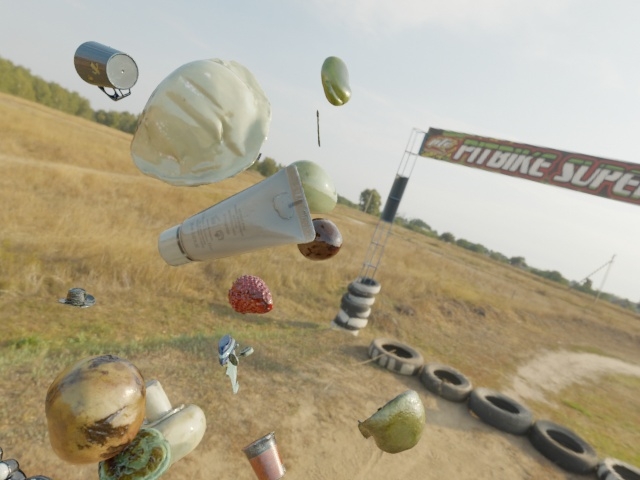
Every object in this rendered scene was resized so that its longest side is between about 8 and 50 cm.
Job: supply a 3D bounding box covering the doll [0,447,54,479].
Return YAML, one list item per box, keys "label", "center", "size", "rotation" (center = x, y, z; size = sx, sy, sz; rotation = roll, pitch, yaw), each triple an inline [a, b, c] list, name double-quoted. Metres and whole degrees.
- label: "doll"
  center: [-0.613, 0.502, 0.812]
  size: [0.219, 0.091, 0.067]
  rotation: [28, -10, 5]

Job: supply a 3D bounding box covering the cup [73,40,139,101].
- label: "cup"
  center: [-0.653, -0.520, 1.261]
  size: [0.155, 0.131, 0.176]
  rotation: [23, -38, 28]

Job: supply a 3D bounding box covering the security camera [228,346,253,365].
- label: "security camera"
  center: [-0.314, 0.452, 1.607]
  size: [0.058, 0.058, 0.092]
  rotation: [23, 34, 31]

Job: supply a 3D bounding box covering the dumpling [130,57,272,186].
- label: "dumpling"
  center: [-0.296, -0.288, 1.035]
  size: [0.315, 0.395, 0.233]
  rotation: [49, -11, 19]

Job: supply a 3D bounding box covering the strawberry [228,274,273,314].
- label: "strawberry"
  center: [-0.330, 0.280, 1.987]
  size: [0.244, 0.205, 0.205]
  rotation: [23, 6, 38]

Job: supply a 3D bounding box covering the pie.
- label: "pie"
  center: [-0.631, 0.749, 1.370]
  size: [0.241, 0.054, 0.240]
  rotation: [3, 35, -2]

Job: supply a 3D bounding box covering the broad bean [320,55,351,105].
- label: "broad bean"
  center: [0.049, -0.534, 1.358]
  size: [0.082, 0.174, 0.124]
  rotation: [-22, -17, 36]

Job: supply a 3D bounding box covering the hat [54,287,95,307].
- label: "hat"
  center: [-0.833, 0.190, 1.372]
  size: [0.121, 0.050, 0.121]
  rotation: [10, 9, -2]

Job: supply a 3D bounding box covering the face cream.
- label: "face cream"
  center: [-0.166, -0.026, 0.760]
  size: [0.315, 0.143, 0.089]
  rotation: [-17, -8, 23]

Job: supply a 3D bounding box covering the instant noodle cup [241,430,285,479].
- label: "instant noodle cup"
  center: [-0.183, 0.734, 1.353]
  size: [0.135, 0.127, 0.127]
  rotation: [61, 20, 17]

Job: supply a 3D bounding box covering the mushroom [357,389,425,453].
- label: "mushroom"
  center: [0.299, 0.759, 1.653]
  size: [0.217, 0.292, 0.211]
  rotation: [59, 10, -65]

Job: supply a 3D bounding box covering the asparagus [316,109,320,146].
- label: "asparagus"
  center: [-0.009, -0.492, 1.780]
  size: [0.013, 0.166, 0.016]
  rotation: [3, 32, 11]

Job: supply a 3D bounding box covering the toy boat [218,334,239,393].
- label: "toy boat"
  center: [-0.424, 0.606, 1.946]
  size: [0.067, 0.290, 0.220]
  rotation: [-11, 14, 5]

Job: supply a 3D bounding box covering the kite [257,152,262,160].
- label: "kite"
  center: [-0.261, -0.319, 1.541]
  size: [0.078, 0.044, 0.002]
  rotation: [-7, -28, 3]

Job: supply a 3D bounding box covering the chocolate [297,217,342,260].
- label: "chocolate"
  center: [0.000, 0.000, 1.502]
  size: [0.177, 0.176, 0.177]
  rotation: [20, 5, -2]

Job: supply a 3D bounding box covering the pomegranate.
- label: "pomegranate"
  center: [-0.696, 0.518, 1.262]
  size: [0.322, 0.322, 0.322]
  rotation: [20, 5, -2]

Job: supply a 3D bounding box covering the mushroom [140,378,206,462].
- label: "mushroom"
  center: [-0.660, 0.755, 1.688]
  size: [0.314, 0.315, 0.336]
  rotation: [-90, 155, -88]

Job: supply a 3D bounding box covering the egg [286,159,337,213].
- label: "egg"
  center: [-0.045, -0.226, 1.782]
  size: [0.295, 0.218, 0.218]
  rotation: [32, -3, -37]
